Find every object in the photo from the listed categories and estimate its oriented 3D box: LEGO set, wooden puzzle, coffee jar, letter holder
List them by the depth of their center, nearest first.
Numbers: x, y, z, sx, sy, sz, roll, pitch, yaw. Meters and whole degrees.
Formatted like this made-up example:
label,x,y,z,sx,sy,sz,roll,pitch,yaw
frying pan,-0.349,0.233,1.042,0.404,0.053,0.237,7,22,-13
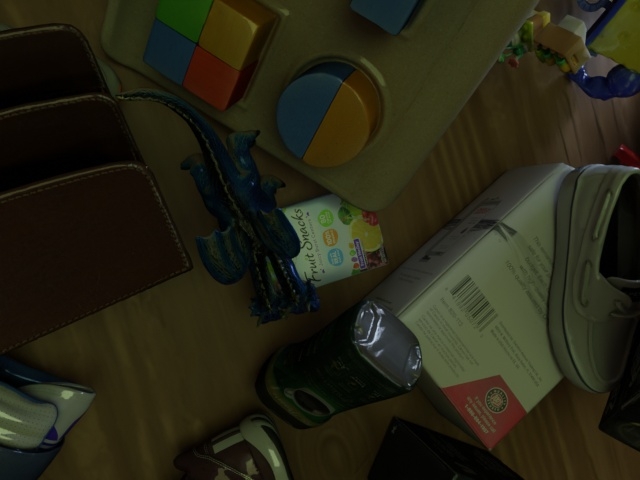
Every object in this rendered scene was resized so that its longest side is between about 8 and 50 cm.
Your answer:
label,x,y,z,sx,sy,sz,roll,pitch,yaw
letter holder,-0.297,-0.029,0.458,0.302,0.152,0.214,-25,130,-15
wooden puzzle,-0.012,-0.209,0.492,0.348,0.080,0.322,29,125,-5
coffee jar,0.012,0.139,0.598,0.096,0.184,0.079,42,42,-14
LEGO set,0.166,-0.272,0.636,0.107,0.132,0.286,-29,79,-8

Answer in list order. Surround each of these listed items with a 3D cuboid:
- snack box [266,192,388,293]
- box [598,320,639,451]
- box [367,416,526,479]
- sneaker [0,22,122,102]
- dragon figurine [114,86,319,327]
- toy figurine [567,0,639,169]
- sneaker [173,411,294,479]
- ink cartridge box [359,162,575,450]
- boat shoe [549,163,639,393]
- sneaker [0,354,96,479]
label,x,y,z,sx,sy,sz,roll,pitch,yaw
snack box,0.000,0.000,0.653,0.141,0.037,0.100,-17,97,-14
box,0.448,0.010,0.597,0.097,0.318,0.394,27,60,17
box,0.165,0.301,0.661,0.158,0.156,0.093,26,87,-16
sneaker,-0.318,-0.164,0.504,0.263,0.121,0.099,10,91,-18
dragon figurine,-0.070,-0.017,0.514,0.085,0.289,0.144,-21,59,3
toy figurine,0.405,-0.256,0.646,0.217,0.362,0.191,41,45,11
sneaker,-0.090,0.348,0.626,0.163,0.106,0.281,-18,88,-10
ink cartridge box,0.222,0.072,0.683,0.283,0.117,0.207,-40,103,-11
boat shoe,0.307,0.047,0.599,0.095,0.084,0.257,-10,97,-17
sneaker,-0.298,0.249,0.529,0.236,0.130,0.322,-33,96,-6
